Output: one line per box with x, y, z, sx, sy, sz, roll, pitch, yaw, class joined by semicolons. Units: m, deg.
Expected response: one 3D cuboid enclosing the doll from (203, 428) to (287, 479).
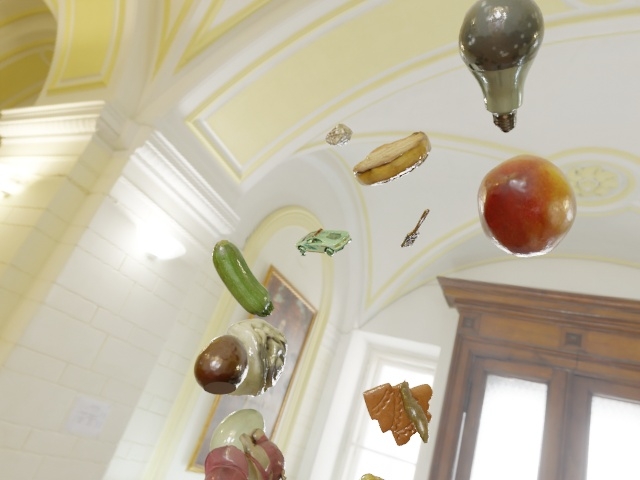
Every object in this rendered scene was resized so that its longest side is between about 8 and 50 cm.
-0.218;0.640;1.250;0.152;0.196;0.256;-34;-14;28;doll

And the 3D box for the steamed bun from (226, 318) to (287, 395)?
-0.273;0.513;1.998;0.248;0.338;0.352;0;-13;32;steamed bun

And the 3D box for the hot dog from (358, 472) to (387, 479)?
0.223;0.706;1.221;0.286;0.087;0.061;27;-22;-14;hot dog

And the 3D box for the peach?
0.630;-0.112;1.423;0.308;0.307;0.332;-3;-28;40;peach

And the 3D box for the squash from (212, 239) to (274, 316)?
-0.184;0.095;1.071;0.219;0.077;0.068;57;-11;-21;squash

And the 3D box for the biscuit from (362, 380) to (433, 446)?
0.308;0.681;1.851;0.307;0.283;0.043;24;3;-9;biscuit

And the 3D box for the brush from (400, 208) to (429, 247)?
0.281;-0.035;1.340;0.043;0.014;0.169;-9;-35;-23;brush

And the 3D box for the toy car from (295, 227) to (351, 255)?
0.000;0.000;1.299;0.186;0.093;0.058;2;-56;43;toy car

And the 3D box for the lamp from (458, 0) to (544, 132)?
0.419;-0.420;1.072;0.182;0.181;0.313;7;-30;25;lamp

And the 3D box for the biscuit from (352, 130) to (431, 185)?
0.257;-0.282;1.632;0.297;0.296;0.101;-10;-66;47;biscuit

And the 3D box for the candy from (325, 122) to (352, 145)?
0.071;-0.411;1.786;0.085;0.095;0.110;40;16;5;candy

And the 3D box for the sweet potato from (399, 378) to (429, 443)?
0.344;0.627;1.697;0.067;0.273;0.067;-7;-53;-9;sweet potato

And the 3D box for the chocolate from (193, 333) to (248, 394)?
-0.283;0.347;1.313;0.177;0.176;0.176;16;-24;7;chocolate

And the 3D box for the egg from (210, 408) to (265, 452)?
-0.322;0.776;1.798;0.187;0.253;0.186;31;-36;25;egg
